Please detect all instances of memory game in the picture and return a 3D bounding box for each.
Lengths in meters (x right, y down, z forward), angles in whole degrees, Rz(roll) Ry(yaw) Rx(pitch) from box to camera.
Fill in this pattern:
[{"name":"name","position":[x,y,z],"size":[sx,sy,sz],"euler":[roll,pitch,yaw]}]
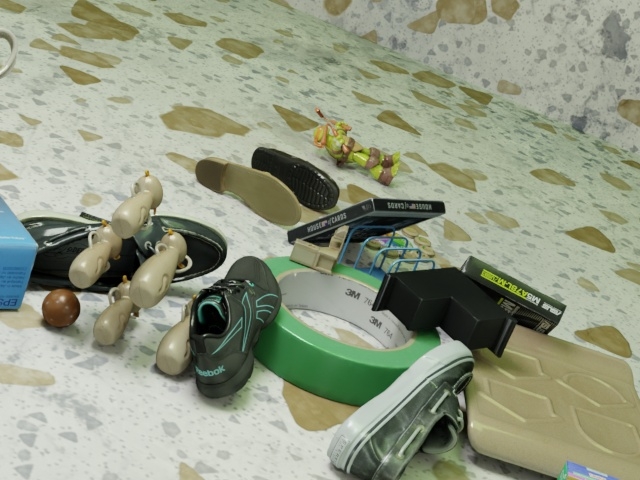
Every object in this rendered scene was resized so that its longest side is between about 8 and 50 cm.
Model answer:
[{"name":"memory game","position":[0.141,-0.006,2.372],"size":[0.186,0.012,0.186],"euler":[17,23,-8]}]

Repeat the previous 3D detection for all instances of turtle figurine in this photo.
[{"name":"turtle figurine","position":[0.067,-0.198,2.646],"size":[0.217,0.087,0.269],"euler":[26,13,-7]}]

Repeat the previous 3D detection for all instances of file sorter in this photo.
[{"name":"file sorter","position":[0.126,0.058,2.095],"size":[0.118,0.104,0.170],"euler":[1,29,-41]}]

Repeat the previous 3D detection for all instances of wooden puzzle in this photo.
[{"name":"wooden puzzle","position":[0.362,0.269,1.866],"size":[0.322,0.080,0.348],"euler":[18,27,-6]}]

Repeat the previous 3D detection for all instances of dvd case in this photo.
[{"name":"dvd case","position":[0.081,-0.034,2.163],"size":[0.179,0.030,0.238],"euler":[0,-14,-40]}]

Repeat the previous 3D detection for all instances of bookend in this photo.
[{"name":"bookend","position":[0.192,0.116,1.858],"size":[0.156,0.072,0.157],"euler":[-4,35,-40]}]

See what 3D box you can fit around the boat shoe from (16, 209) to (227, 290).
[{"name":"boat shoe","position":[-0.295,0.026,1.778],"size":[0.340,0.127,0.113],"euler":[9,26,-23]}]

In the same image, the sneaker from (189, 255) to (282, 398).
[{"name":"sneaker","position":[-0.123,0.097,1.689],"size":[0.101,0.106,0.267],"euler":[-10,35,16]}]

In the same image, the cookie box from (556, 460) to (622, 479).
[{"name":"cookie box","position":[0.350,0.360,1.597],"size":[0.092,0.107,0.040],"euler":[20,22,-2]}]

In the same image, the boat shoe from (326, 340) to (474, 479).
[{"name":"boat shoe","position":[0.140,0.255,1.673],"size":[0.119,0.121,0.335],"euler":[38,39,18]}]

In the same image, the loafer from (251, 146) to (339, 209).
[{"name":"loafer","position":[-0.039,-0.134,2.416],"size":[0.220,0.080,0.078],"euler":[33,26,28]}]

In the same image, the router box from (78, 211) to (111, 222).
[{"name":"router box","position":[-0.340,0.005,1.899],"size":[0.122,0.038,0.092],"euler":[19,22,-3]}]

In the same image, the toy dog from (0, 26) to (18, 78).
[{"name":"toy dog","position":[-0.653,-0.240,1.895],"size":[0.161,0.334,0.220],"euler":[18,-10,41]}]

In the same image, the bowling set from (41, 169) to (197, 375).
[{"name":"bowling set","position":[-0.283,0.045,1.670],"size":[0.200,0.287,0.154],"euler":[-3,28,16]}]

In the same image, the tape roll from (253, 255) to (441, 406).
[{"name":"tape roll","position":[0.027,0.136,1.869],"size":[0.321,0.077,0.321],"euler":[17,22,-7]}]

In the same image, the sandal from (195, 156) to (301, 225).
[{"name":"sandal","position":[-0.120,-0.108,2.280],"size":[0.240,0.088,0.079],"euler":[24,28,21]}]

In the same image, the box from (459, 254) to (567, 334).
[{"name":"box","position":[0.309,0.111,2.047],"size":[0.184,0.045,0.191],"euler":[30,-19,4]}]

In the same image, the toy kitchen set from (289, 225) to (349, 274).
[{"name":"toy kitchen set","position":[0.000,0.000,1.965],"size":[0.075,0.068,0.083],"euler":[20,22,0]}]

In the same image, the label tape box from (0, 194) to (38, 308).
[{"name":"label tape box","position":[-0.587,-0.035,1.687],"size":[0.249,0.115,0.347],"euler":[2,27,-39]}]
